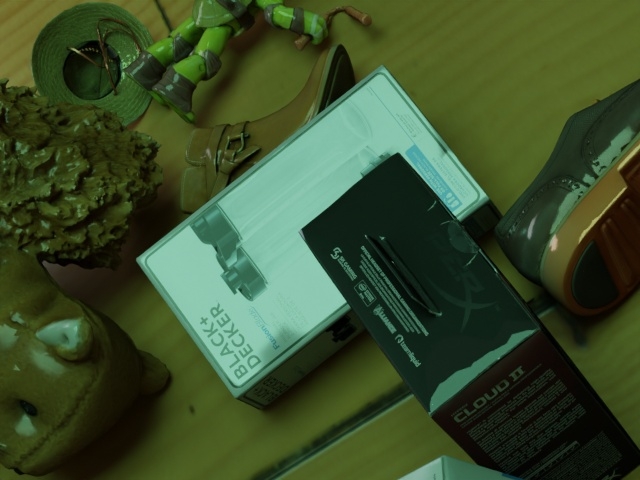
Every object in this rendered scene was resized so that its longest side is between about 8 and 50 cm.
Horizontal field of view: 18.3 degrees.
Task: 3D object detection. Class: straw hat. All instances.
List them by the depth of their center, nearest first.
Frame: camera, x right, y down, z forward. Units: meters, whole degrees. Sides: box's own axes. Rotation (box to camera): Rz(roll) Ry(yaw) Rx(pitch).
[{"bbox_3d":[-0.242,-0.173,2.070,0.061,0.144,0.144,-27,41,62],"label":"straw hat"}]

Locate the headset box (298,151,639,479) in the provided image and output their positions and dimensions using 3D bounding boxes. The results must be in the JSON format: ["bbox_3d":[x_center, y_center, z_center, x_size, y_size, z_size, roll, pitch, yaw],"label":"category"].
[{"bbox_3d":[0.118,0.079,1.587,0.110,0.293,0.218,-39,53,3],"label":"headset box"}]

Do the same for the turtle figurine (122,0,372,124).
[{"bbox_3d":[-0.090,-0.223,2.004,0.269,0.087,0.217,35,83,38],"label":"turtle figurine"}]

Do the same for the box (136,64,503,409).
[{"bbox_3d":[0.000,0.000,1.795,0.290,0.087,0.169,-37,73,5],"label":"box"}]

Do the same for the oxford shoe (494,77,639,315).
[{"bbox_3d":[0.289,-0.110,1.714,0.363,0.130,0.133,-48,44,-5],"label":"oxford shoe"}]

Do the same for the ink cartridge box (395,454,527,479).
[{"bbox_3d":[0.086,0.250,1.561,0.191,0.140,0.082,-35,47,39],"label":"ink cartridge box"}]

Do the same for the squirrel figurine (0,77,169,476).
[{"bbox_3d":[-0.309,0.025,1.872,0.370,0.281,0.397,22,77,29],"label":"squirrel figurine"}]

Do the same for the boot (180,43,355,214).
[{"bbox_3d":[-0.054,-0.105,1.924,0.152,0.073,0.197,4,65,30],"label":"boot"}]
